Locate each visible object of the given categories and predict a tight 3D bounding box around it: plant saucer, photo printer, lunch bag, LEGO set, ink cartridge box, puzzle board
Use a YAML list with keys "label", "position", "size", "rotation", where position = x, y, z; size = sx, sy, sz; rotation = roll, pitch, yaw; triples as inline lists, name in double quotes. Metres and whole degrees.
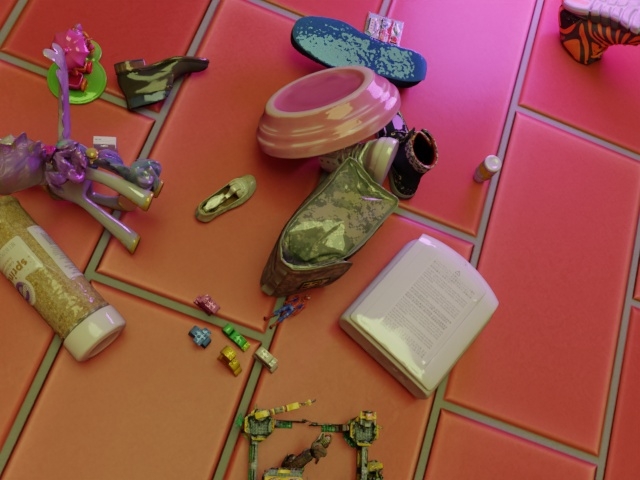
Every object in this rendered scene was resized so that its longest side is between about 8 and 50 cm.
- label: "plant saucer"
  position: [0.008, -0.296, 1.652]
  size: [0.332, 0.332, 0.084]
  rotation: [-33, 122, -21]
- label: "photo printer"
  position: [0.228, 0.152, 1.649]
  size: [0.256, 0.107, 0.307]
  rotation: [42, 67, 3]
- label: "lunch bag"
  position: [0.000, 0.000, 1.580]
  size: [0.169, 0.235, 0.287]
  rotation: [43, 68, 1]
- label: "LEGO set"
  position: [-0.192, 0.208, 1.543]
  size: [0.227, 0.093, 0.087]
  rotation: [41, 68, 3]
- label: "ink cartridge box"
  position: [-0.467, -0.203, 1.627]
  size: [0.048, 0.083, 0.028]
  rotation: [1, 71, -13]
- label: "LEGO set"
  position: [-0.010, 0.434, 1.452]
  size: [0.331, 0.192, 0.255]
  rotation: [13, 69, -8]
- label: "puzzle board"
  position: [0.158, -0.521, 1.917]
  size: [0.096, 0.011, 0.128]
  rotation: [16, 68, -7]

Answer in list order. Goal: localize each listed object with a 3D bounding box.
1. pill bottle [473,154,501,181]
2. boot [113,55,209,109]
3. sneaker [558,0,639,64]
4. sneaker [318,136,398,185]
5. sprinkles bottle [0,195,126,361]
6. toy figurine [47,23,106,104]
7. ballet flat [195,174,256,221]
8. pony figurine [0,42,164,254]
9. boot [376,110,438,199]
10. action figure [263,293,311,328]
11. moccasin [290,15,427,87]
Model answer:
- label: "pill bottle"
  position: [0.401, -0.170, 1.812]
  size: [0.043, 0.083, 0.043]
  rotation: [4, 71, -12]
- label: "boot"
  position: [-0.357, -0.364, 1.727]
  size: [0.219, 0.082, 0.106]
  rotation: [-11, 96, -20]
- label: "sneaker"
  position: [0.777, -0.538, 1.958]
  size: [0.321, 0.180, 0.124]
  rotation: [29, 64, 27]
- label: "sneaker"
  position: [0.071, -0.181, 1.637]
  size: [0.169, 0.292, 0.108]
  rotation: [26, 80, 1]
- label: "sprinkles bottle"
  position: [-0.546, 0.075, 1.495]
  size: [0.121, 0.121, 0.355]
  rotation: [-41, 83, -22]
- label: "toy figurine"
  position: [-0.534, -0.412, 1.643]
  size: [0.130, 0.159, 0.173]
  rotation: [14, 68, -8]
- label: "ballet flat"
  position: [-0.205, -0.097, 1.667]
  size: [0.168, 0.052, 0.057]
  rotation: [-40, 83, -22]
- label: "pony figurine"
  position: [-0.497, -0.150, 1.474]
  size: [0.363, 0.351, 0.302]
  rotation: [25, 56, -8]
- label: "boot"
  position: [0.203, -0.233, 1.737]
  size: [0.085, 0.178, 0.236]
  rotation: [-6, 74, -14]
- label: "action figure"
  position: [-0.067, 0.149, 1.628]
  size: [0.115, 0.030, 0.038]
  rotation: [-32, 76, -22]
- label: "moccasin"
  position: [0.084, -0.432, 1.819]
  size: [0.342, 0.117, 0.137]
  rotation: [21, 80, -10]
